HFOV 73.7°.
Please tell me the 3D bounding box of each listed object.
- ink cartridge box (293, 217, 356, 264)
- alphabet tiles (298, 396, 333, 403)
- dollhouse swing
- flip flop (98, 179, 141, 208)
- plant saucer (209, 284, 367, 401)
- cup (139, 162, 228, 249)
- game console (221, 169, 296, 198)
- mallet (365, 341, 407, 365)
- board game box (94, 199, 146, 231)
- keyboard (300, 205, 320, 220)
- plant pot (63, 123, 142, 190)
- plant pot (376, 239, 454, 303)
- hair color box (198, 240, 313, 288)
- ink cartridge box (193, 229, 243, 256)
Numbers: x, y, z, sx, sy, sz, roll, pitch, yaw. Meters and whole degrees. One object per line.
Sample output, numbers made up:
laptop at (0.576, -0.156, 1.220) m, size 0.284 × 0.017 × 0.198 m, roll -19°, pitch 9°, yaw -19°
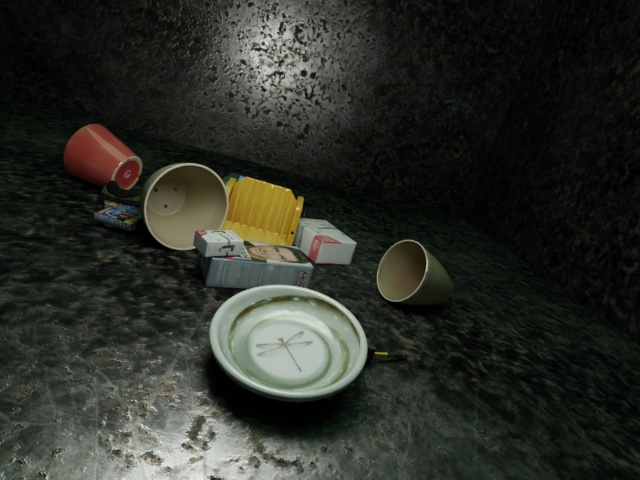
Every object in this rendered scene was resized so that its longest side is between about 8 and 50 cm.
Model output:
ink cartridge box at (0.000, 0.000, 2.006) m, size 0.207 × 0.117 × 0.283 m, roll 3°, pitch 23°, yaw -36°
alphabet tiles at (-0.041, 0.295, 1.180) m, size 0.284 × 0.011 × 0.342 m, roll 24°, pitch 31°, yaw 20°
dollhouse swing at (-0.267, -0.090, 1.809) m, size 0.346 × 0.316 × 0.305 m, roll 16°, pitch 6°, yaw -5°
flip flop at (-0.846, -0.181, 1.830) m, size 0.276 × 0.112 × 0.080 m, roll 16°, pitch -20°, yaw 26°
plant saucer at (-0.082, 0.269, 1.096) m, size 0.399 × 0.101 × 0.401 m, roll 9°, pitch 29°, yaw -5°
cup at (-0.564, -0.153, 1.666) m, size 0.330 × 0.332 × 0.236 m, roll -1°, pitch 17°, yaw -43°
game console at (-0.324, -0.178, 2.079) m, size 0.386 × 0.060 × 0.342 m, roll 19°, pitch 44°, yaw -6°
mallet at (0.197, 0.338, 1.291) m, size 0.189 × 0.063 × 0.039 m, roll 6°, pitch 22°, yaw -32°
board game box at (-0.787, -0.093, 1.673) m, size 0.193 × 0.060 × 0.194 m, roll 17°, pitch 18°, yaw 1°
keyboard at (-0.098, -0.157, 2.515) m, size 0.201 × 0.033 × 0.317 m, roll 15°, pitch 18°, yaw -5°
plant pot at (-0.993, -0.363, 1.991) m, size 0.243 × 0.275 × 0.275 m, roll 30°, pitch 20°, yaw 7°
plant pot at (0.419, 0.164, 1.758) m, size 0.273 × 0.257 × 0.256 m, roll 25°, pitch 12°, yaw -33°
hair color box at (-0.235, 0.088, 1.553) m, size 0.373 × 0.114 × 0.185 m, roll 8°, pitch 21°, yaw -28°
ink cartridge box at (-0.340, 0.008, 1.426) m, size 0.135 × 0.056 × 0.099 m, roll -2°, pitch 25°, yaw -41°
